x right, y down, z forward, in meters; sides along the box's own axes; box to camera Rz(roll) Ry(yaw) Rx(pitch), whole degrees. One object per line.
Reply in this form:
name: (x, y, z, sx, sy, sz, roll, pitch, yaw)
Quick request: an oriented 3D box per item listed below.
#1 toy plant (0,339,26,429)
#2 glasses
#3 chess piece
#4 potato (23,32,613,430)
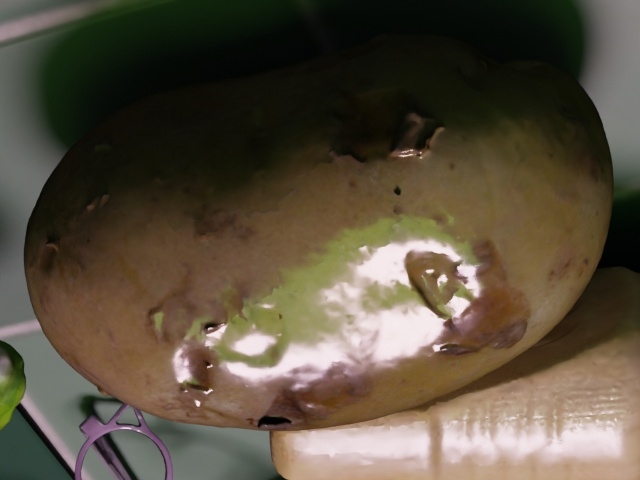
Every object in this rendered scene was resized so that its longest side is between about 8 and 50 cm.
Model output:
toy plant: (-0.276, 0.082, 0.799, 0.224, 0.184, 0.316, 30, 121, -2)
glasses: (-0.094, 0.159, 0.948, 0.140, 0.062, 0.104, 44, 163, -3)
chess piece: (0.126, 0.070, 0.790, 0.300, 0.137, 0.137, -3, 135, 3)
potato: (0.000, 0.000, 0.712, 0.262, 0.165, 0.165, -17, 133, 11)
